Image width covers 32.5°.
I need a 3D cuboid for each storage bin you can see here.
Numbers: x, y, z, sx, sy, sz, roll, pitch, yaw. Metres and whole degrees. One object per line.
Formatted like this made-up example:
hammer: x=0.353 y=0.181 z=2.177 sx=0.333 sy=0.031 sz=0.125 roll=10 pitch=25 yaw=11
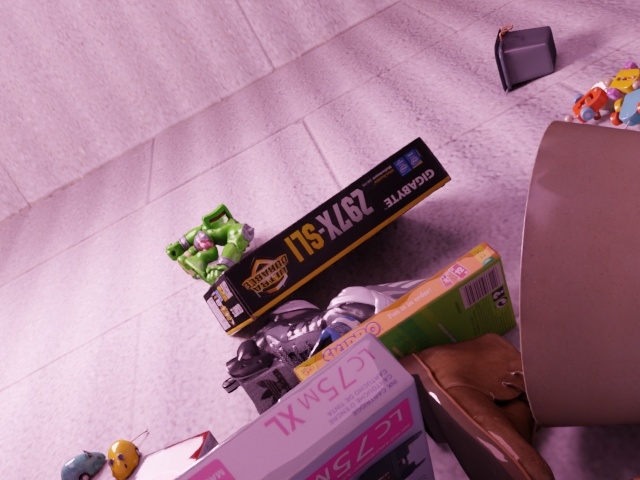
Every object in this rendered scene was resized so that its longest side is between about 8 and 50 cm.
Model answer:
storage bin: x=0.359 y=-0.331 z=1.914 sx=0.091 sy=0.098 sz=0.135 roll=-11 pitch=25 yaw=19

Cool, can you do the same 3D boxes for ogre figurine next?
ogre figurine: x=-0.176 y=0.008 z=1.816 sx=0.118 sy=0.097 sz=0.197 roll=-46 pitch=11 yaw=-12

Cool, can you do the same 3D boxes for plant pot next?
plant pot: x=0.319 y=0.033 z=0.865 sx=0.274 sy=0.256 sz=0.256 roll=2 pitch=32 yaw=24

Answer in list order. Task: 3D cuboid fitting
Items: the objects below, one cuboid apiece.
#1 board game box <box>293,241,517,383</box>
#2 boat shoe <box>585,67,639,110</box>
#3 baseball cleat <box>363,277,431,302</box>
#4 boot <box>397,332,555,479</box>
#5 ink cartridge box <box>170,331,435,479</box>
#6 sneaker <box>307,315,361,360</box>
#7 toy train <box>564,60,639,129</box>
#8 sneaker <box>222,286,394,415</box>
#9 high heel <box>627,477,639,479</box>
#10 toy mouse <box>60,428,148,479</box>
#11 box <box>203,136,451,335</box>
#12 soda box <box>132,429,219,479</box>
board game box: x=0.084 y=0.116 z=1.132 sx=0.259 sy=0.124 sz=0.039 roll=-35 pitch=48 yaw=-11
boat shoe: x=0.444 y=-0.219 z=1.579 sx=0.042 sy=0.048 sz=0.133 roll=-9 pitch=-7 yaw=-44
baseball cleat: x=0.125 y=0.074 z=1.287 sx=0.206 sy=0.072 sz=0.109 roll=-2 pitch=19 yaw=46
boot: x=0.156 y=0.149 z=0.979 sx=0.115 sy=0.112 sz=0.305 roll=-24 pitch=16 yaw=-4
ink cartridge box: x=0.002 y=0.216 z=0.834 sx=0.186 sy=0.311 sz=0.065 roll=-35 pitch=57 yaw=-14
sneaker: x=0.000 y=0.144 z=1.160 sx=0.052 sy=0.135 sz=0.058 roll=22 pitch=16 yaw=26
toy train: x=0.413 y=-0.180 z=1.527 sx=0.125 sy=0.046 sz=0.166 roll=-47 pitch=22 yaw=18
sneaker: x=-0.011 y=0.139 z=1.252 sx=0.153 sy=0.101 sz=0.269 roll=-42 pitch=17 yaw=-30
high heel: x=0.120 y=0.200 z=0.767 sx=0.261 sy=0.186 sz=0.093 roll=-34 pitch=21 yaw=-12
toy mouse: x=-0.294 y=0.294 z=1.359 sx=0.143 sy=0.031 sz=0.161 roll=-26 pitch=20 yaw=11
box: x=0.000 y=0.000 z=1.488 sx=0.322 sy=0.079 sz=0.257 roll=-35 pitch=-3 yaw=-15
soda box: x=-0.152 y=0.303 z=1.057 sx=0.092 sy=0.083 sz=0.263 roll=-23 pitch=21 yaw=20
